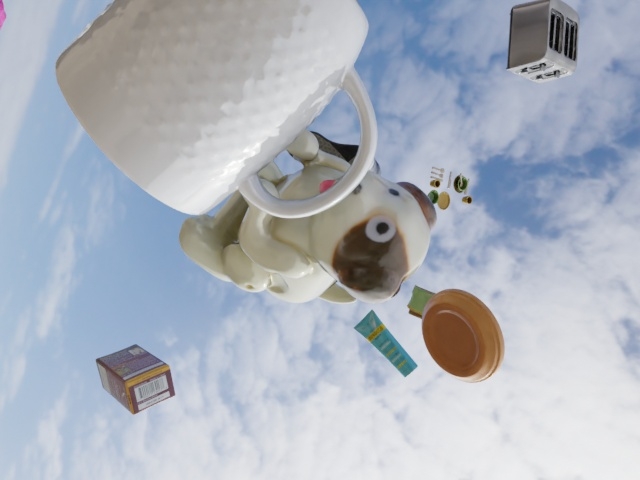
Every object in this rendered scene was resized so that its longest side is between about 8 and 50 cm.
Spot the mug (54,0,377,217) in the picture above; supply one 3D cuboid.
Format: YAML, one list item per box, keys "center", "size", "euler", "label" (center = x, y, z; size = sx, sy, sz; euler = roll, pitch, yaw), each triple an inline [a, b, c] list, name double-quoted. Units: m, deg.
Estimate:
- center: [-0.086, -0.200, 0.729]
  size: [0.328, 0.276, 0.374]
  euler: [-37, -84, 13]
  label: "mug"

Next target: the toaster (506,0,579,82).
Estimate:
- center: [0.542, -0.492, 1.368]
  size: [0.110, 0.168, 0.186]
  euler: [5, -88, 47]
  label: "toaster"

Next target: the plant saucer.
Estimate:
- center: [0.280, 0.199, 1.145]
  size: [0.200, 0.037, 0.200]
  euler: [23, -59, 46]
  label: "plant saucer"

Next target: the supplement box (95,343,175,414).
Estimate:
- center: [-0.429, 0.316, 1.294]
  size: [0.188, 0.104, 0.081]
  euler: [11, -67, 48]
  label: "supplement box"

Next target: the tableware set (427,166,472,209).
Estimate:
- center: [0.333, -0.125, 1.429]
  size: [0.024, 0.154, 0.104]
  euler: [9, -92, 54]
  label: "tableware set"

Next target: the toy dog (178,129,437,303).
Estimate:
- center: [0.000, 0.000, 1.005]
  size: [0.408, 0.395, 0.284]
  euler: [-6, -148, 50]
  label: "toy dog"

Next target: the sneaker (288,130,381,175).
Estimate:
- center: [0.038, -0.190, 1.353]
  size: [0.226, 0.163, 0.086]
  euler: [20, -92, 21]
  label: "sneaker"

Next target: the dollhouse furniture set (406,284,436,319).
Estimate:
- center: [0.271, 0.173, 1.335]
  size: [0.151, 0.058, 0.076]
  euler: [22, -63, 25]
  label: "dollhouse furniture set"

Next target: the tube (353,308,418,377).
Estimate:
- center: [0.192, 0.301, 1.616]
  size: [0.080, 0.052, 0.207]
  euler: [-45, -105, 6]
  label: "tube"

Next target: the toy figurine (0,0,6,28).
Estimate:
- center: [-0.570, -0.385, 0.878]
  size: [0.159, 0.173, 0.130]
  euler: [54, -52, 28]
  label: "toy figurine"
